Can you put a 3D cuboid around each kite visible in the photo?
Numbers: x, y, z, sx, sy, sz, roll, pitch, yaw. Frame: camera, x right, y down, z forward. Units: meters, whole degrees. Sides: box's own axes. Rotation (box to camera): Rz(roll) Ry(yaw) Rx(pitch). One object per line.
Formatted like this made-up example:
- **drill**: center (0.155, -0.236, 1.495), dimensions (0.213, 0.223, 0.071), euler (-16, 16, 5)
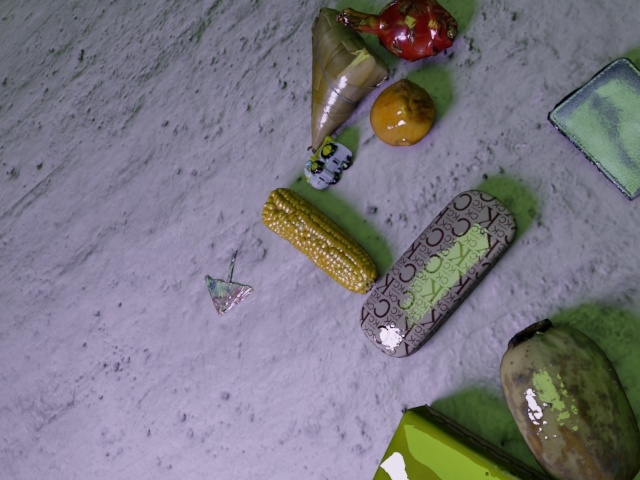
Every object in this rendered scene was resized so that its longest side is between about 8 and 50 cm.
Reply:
- **kite**: center (-0.211, 0.099, 1.278), dimensions (0.139, 0.011, 0.157), euler (9, 85, 23)

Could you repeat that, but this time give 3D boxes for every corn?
- **corn**: center (0.001, -0.004, 1.152), dimensions (0.313, 0.102, 0.102), euler (36, 96, 24)

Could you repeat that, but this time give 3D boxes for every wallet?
- **wallet**: center (0.531, -0.199, 0.979), dimensions (0.167, 0.036, 0.222), euler (-40, 68, 12)

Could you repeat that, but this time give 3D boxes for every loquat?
- **loquat**: center (0.165, -0.255, 1.124), dimensions (0.137, 0.113, 0.137), euler (-25, 55, 41)

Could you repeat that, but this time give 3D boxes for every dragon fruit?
- **dragon fruit**: center (0.150, -0.431, 1.124), dimensions (0.246, 0.125, 0.125), euler (2, 82, -9)

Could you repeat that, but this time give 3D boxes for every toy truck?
- **toy truck**: center (0.007, -0.167, 1.199), dimensions (0.111, 0.076, 0.077), euler (-49, 47, 11)

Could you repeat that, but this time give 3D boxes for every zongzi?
- **zongzi**: center (0.013, -0.349, 1.230), dimensions (0.256, 0.115, 0.228), euler (-53, 48, 32)

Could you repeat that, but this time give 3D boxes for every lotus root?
- **lotus root**: center (0.402, 0.278, 0.885), dimensions (0.173, 0.173, 0.309), euler (-28, 77, 18)

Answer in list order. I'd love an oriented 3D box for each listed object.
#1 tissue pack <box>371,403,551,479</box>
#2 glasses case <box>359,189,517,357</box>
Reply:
- **tissue pack**: center (0.233, 0.428, 0.916), dimensions (0.274, 0.167, 0.200), euler (26, 91, 26)
- **glasses case**: center (0.214, 0.063, 1.044), dimensions (0.137, 0.085, 0.355), euler (44, 99, 26)
